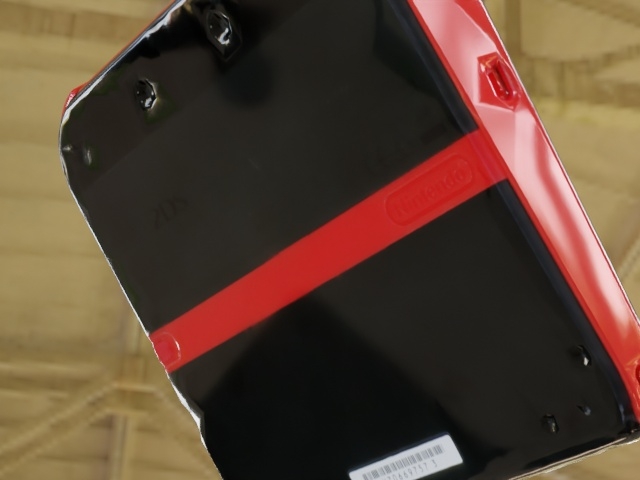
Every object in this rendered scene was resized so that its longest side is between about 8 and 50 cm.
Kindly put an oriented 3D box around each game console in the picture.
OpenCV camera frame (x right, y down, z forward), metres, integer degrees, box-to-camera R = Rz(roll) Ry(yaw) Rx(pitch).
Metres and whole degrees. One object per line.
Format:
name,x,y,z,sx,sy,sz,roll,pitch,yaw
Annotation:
game console,0.000,0.000,0.989,0.060,0.342,0.386,-27,-3,-37
